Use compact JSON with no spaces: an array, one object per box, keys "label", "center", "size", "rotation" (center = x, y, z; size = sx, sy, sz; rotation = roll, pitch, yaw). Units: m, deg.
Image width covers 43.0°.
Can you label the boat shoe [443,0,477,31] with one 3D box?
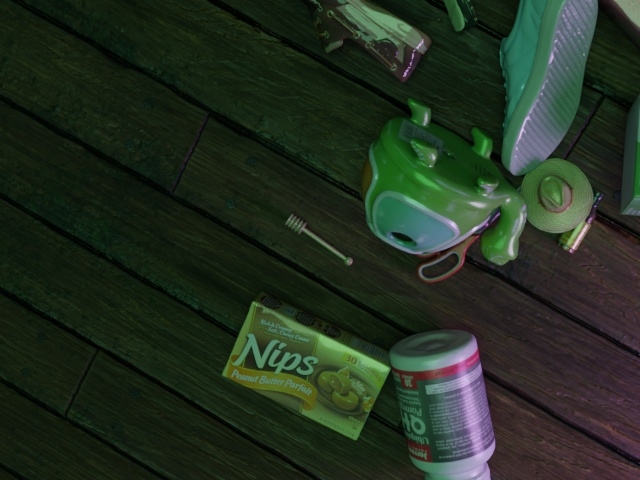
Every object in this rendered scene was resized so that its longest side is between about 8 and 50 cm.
[{"label":"boat shoe","center":[0.256,-0.459,1.522],"size":[0.042,0.049,0.133],"rotation":[-19,88,-19]}]

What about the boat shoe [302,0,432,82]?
[{"label":"boat shoe","center":[0.037,-0.412,1.536],"size":[0.341,0.123,0.123],"rotation":[29,104,-2]}]

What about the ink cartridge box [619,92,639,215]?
[{"label":"ink cartridge box","center":[0.687,-0.139,1.427],"size":[0.278,0.117,0.202],"rotation":[7,77,10]}]

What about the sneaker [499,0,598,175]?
[{"label":"sneaker","center":[0.393,-0.306,1.500],"size":[0.135,0.150,0.366],"rotation":[-4,122,-29]}]

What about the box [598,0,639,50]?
[{"label":"box","center":[0.556,-0.437,1.409],"size":[0.232,0.148,0.127],"rotation":[46,106,0]}]

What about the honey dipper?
[{"label":"honey dipper","center":[0.000,0.000,1.673],"size":[0.160,0.030,0.030],"rotation":[34,106,-1]}]

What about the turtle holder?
[{"label":"turtle holder","center":[0.224,-0.092,1.525],"size":[0.320,0.243,0.227],"rotation":[11,127,-29]}]

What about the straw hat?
[{"label":"straw hat","center":[0.440,-0.088,1.527],"size":[0.144,0.061,0.145],"rotation":[-2,84,18]}]

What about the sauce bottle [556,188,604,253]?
[{"label":"sauce bottle","center":[0.500,-0.037,1.558],"size":[0.042,0.042,0.128],"rotation":[28,100,5]}]

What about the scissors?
[{"label":"scissors","center":[0.313,-0.017,1.610],"size":[0.297,0.021,0.109],"rotation":[-27,86,12]}]

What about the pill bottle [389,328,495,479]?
[{"label":"pill bottle","center":[0.249,0.352,1.615],"size":[0.176,0.176,0.319],"rotation":[-10,99,13]}]

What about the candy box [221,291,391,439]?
[{"label":"candy box","center":[-0.025,0.260,1.697],"size":[0.316,0.087,0.183],"rotation":[25,105,6]}]
